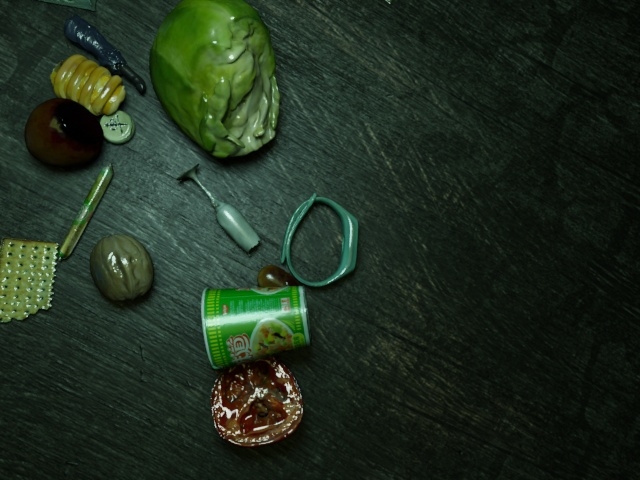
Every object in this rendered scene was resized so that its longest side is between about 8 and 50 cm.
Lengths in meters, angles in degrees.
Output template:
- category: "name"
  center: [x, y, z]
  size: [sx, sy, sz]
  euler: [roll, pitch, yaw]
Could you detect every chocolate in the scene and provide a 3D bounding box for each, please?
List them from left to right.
- category: "chocolate"
  center: [-0.609, -0.248, 1.350]
  size: [0.176, 0.177, 0.177]
  euler: [1, 85, -9]

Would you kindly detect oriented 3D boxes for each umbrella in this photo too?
- category: "umbrella"
  center: [-0.531, -0.457, 1.426]
  size: [0.248, 0.071, 0.071]
  euler: [41, 81, -8]

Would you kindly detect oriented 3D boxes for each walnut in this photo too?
- category: "walnut"
  center: [-0.468, 0.065, 1.351]
  size: [0.140, 0.140, 0.162]
  euler: [-17, 97, -10]

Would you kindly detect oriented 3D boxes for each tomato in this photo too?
- category: "tomato"
  center: [-0.149, 0.390, 1.393]
  size: [0.227, 0.101, 0.228]
  euler: [1, 72, -2]

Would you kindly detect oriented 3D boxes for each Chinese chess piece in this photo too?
- category: "Chinese chess piece"
  center: [-0.505, -0.282, 1.423]
  size: [0.084, 0.034, 0.084]
  euler: [1, 85, -8]

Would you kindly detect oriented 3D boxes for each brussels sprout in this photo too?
- category: "brussels sprout"
  center: [-0.239, -0.389, 1.350]
  size: [0.276, 0.314, 0.371]
  euler: [-35, 129, -35]

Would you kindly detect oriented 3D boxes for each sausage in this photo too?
- category: "sausage"
  center: [-0.570, -0.070, 1.395]
  size: [0.032, 0.033, 0.269]
  euler: [26, 82, -6]

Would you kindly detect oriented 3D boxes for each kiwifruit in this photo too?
- category: "kiwifruit"
  center: [-0.103, 0.112, 1.435]
  size: [0.124, 0.075, 0.075]
  euler: [34, 81, -11]

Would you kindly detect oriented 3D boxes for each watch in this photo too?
- category: "watch"
  center: [0.000, 0.000, 1.467]
  size: [0.195, 0.068, 0.237]
  euler: [6, 88, -6]

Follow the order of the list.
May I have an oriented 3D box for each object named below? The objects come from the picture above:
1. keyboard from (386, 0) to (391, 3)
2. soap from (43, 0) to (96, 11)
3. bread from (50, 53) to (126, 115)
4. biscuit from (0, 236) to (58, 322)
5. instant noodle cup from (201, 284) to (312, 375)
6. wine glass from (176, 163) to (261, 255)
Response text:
- category: "keyboard"
  center: [0.152, -0.707, 1.574]
  size: [0.129, 0.015, 0.049]
  euler: [34, 86, -5]
- category: "soap"
  center: [-0.654, -0.622, 1.388]
  size: [0.198, 0.114, 0.063]
  euler: [7, 85, -7]
- category: "bread"
  center: [-0.561, -0.377, 1.388]
  size: [0.177, 0.084, 0.119]
  euler: [26, 77, 6]
- category: "biscuit"
  center: [-0.705, 0.096, 1.368]
  size: [0.144, 0.016, 0.203]
  euler: [5, 84, -8]
- category: "instant noodle cup"
  center: [-0.141, 0.196, 1.339]
  size: [0.232, 0.207, 0.207]
  euler: [-8, 86, -2]
- category: "wine glass"
  center: [-0.245, -0.075, 1.432]
  size: [0.074, 0.074, 0.262]
  euler: [-42, 94, -10]
